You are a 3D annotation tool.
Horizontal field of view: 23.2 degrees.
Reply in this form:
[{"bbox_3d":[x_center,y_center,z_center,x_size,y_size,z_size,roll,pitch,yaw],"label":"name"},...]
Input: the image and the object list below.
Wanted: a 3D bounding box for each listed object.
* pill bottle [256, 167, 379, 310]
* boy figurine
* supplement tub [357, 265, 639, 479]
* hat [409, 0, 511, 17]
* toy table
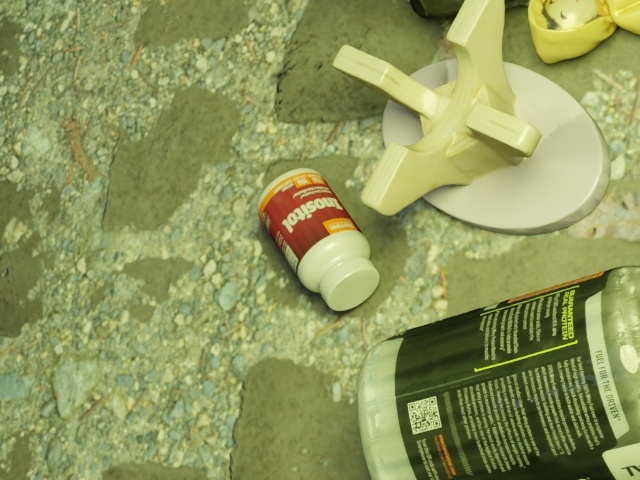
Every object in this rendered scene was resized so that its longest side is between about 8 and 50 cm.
[{"bbox_3d":[0.000,0.000,1.693,0.086,0.086,0.152,-42,57,12],"label":"pill bottle"},{"bbox_3d":[0.330,-0.289,1.595,0.285,0.092,0.177,-33,61,14],"label":"boy figurine"},{"bbox_3d":[0.221,0.146,1.430,0.338,0.207,0.207,-18,64,26],"label":"supplement tub"},{"bbox_3d":[0.148,-0.312,1.675,0.331,0.134,0.331,-7,27,4],"label":"hat"},{"bbox_3d":[0.149,-0.122,1.600,0.274,0.161,0.252,14,81,35],"label":"toy table"}]
